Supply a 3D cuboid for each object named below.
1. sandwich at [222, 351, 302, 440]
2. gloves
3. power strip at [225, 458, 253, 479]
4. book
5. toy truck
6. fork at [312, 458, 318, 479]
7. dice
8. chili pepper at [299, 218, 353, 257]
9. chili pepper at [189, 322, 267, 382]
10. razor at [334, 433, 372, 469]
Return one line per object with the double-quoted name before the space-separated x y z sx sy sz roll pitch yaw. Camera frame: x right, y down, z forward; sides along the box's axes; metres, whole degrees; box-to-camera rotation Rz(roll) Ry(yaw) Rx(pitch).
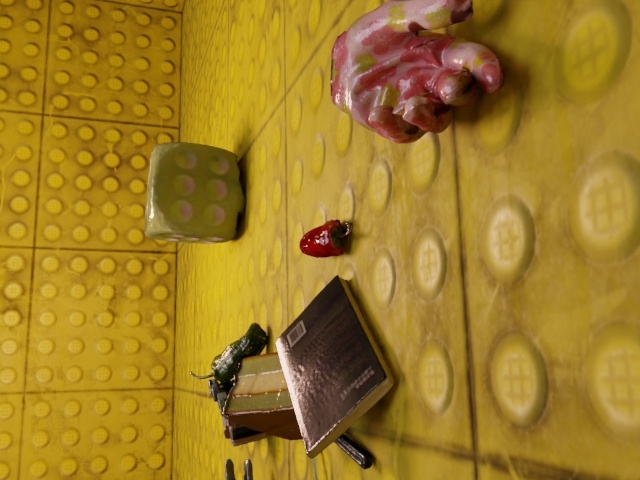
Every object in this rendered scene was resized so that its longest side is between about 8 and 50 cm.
"sandwich" -0.054 0.215 0.977 0.187 0.144 0.117 118 169 -51
"gloves" 0.104 -0.173 0.668 0.241 0.126 0.145 27 93 45
"power strip" -0.158 0.555 1.291 0.140 0.139 0.225 124 144 -59
"book" 0.010 0.170 0.907 0.160 0.024 0.228 -47 33 14
"toy truck" -0.183 0.388 1.451 0.256 0.107 0.140 -172 72 -73
"fork" -0.006 0.369 1.055 0.039 0.021 0.235 108 155 -48
"dice" -0.357 -0.126 1.783 0.249 0.254 0.252 164 109 -70
"chili pepper" 0.000 0.000 1.041 0.268 0.050 0.059 168 88 -71
"chili pepper" -0.199 0.274 1.436 0.204 0.072 0.073 -43 30 12
"razor" 0.029 0.293 0.941 0.190 0.033 0.066 -167 79 -70
